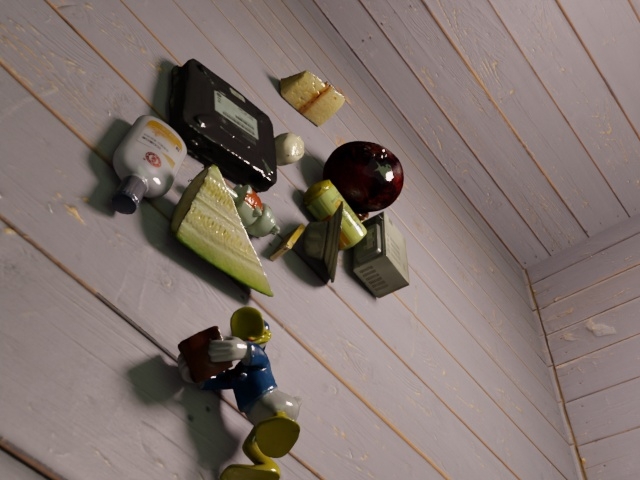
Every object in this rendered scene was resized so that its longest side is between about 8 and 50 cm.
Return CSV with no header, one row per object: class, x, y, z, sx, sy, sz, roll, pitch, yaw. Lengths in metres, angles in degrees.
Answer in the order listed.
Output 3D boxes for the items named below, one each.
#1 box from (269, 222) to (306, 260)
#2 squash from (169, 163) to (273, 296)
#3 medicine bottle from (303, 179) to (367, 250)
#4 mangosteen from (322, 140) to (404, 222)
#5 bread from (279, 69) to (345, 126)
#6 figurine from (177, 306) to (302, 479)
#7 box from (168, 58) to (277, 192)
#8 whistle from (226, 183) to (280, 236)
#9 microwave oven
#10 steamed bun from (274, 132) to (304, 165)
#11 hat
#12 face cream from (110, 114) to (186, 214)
box,-0.091,0.004,1.417,0.020,0.073,0.149,50,29,-10
squash,-0.209,-0.016,1.200,0.289,0.111,0.203,34,69,-31
medicine bottle,0.043,-0.088,1.680,0.239,0.124,0.124,51,28,-8
mangosteen,0.153,-0.220,1.847,0.297,0.293,0.297,4,58,-7
bread,-0.025,-0.602,2.037,0.240,0.178,0.135,30,39,-38
figurine,-0.164,0.261,0.996,0.283,0.204,0.338,38,20,-19
box,-0.270,-0.336,1.464,0.359,0.091,0.350,31,38,-39
whistle,-0.198,-0.084,1.308,0.253,0.102,0.105,39,40,-37
microwave oven,0.203,0.044,1.755,0.194,0.145,0.240,45,30,-28
steamed bun,-0.118,-0.302,1.646,0.091,0.113,0.130,66,33,-26
hat,0.000,0.000,1.514,0.110,0.252,0.252,8,40,-1
face cream,-0.390,-0.167,1.122,0.144,0.071,0.291,42,32,-26
